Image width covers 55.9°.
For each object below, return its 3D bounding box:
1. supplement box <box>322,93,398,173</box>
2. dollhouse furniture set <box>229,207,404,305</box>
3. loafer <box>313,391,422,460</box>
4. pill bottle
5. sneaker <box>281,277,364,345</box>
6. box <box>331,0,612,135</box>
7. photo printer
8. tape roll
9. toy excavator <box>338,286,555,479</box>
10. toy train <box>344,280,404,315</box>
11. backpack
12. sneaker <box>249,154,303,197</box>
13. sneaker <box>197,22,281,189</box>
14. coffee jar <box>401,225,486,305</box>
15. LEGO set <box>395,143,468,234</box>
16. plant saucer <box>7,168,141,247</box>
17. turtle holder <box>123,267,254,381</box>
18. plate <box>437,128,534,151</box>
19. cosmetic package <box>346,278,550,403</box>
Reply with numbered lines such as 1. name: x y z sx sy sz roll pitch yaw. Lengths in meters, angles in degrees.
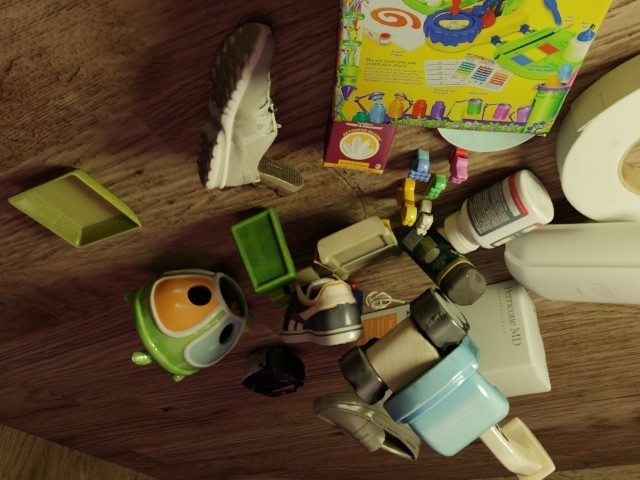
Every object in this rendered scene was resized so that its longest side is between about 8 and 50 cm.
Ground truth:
1. supplement box: 0.068 -0.201 0.956 0.104 0.080 0.188 7 144 -5
2. dollhouse furniture set: 0.000 0.000 1.263 0.302 0.151 0.197 -24 160 8
3. loafer: 0.121 0.447 1.449 0.320 0.111 0.112 24 139 -25
4. pill bottle: 0.328 -0.047 1.131 0.108 0.107 0.180 30 137 -33
5. sneaker: -0.003 0.146 1.251 0.126 0.127 0.321 -10 175 -23
6. box: 0.168 -0.295 0.733 0.290 0.176 0.279 4 145 -1
7. photo printer: 0.529 0.049 1.187 0.308 0.107 0.256 -1 159 35
8. tape roll: 0.588 -0.159 0.985 0.393 0.071 0.392 3 145 2
9. toy excavator: 0.284 0.332 1.186 0.222 0.445 0.433 -39 167 11
10. toy train: 0.069 0.170 1.473 0.248 0.105 0.143 4 155 -2
11. backpack: -0.146 0.384 1.773 0.152 0.115 0.182 38 134 -23
12. sneaker: -0.123 -0.125 1.091 0.189 0.066 0.071 27 139 -29
13. sneaker: -0.113 -0.205 0.945 0.115 0.105 0.281 -1 136 -29
14. coffee jar: 0.246 0.048 1.201 0.079 0.184 0.096 -46 132 9
15. LEGO set: 0.190 -0.079 1.109 0.087 0.093 0.227 9 144 -8
16. plant saucer: -0.487 -0.070 1.215 0.189 0.045 0.188 -16 141 24
17. turtle holder: -0.280 0.196 1.414 0.228 0.243 0.320 -27 128 11
18. plate: 0.278 -0.215 0.970 0.188 0.024 0.188 2 144 1
19. cosmetic package: 0.298 0.273 1.482 0.454 0.229 0.161 -18 139 25
